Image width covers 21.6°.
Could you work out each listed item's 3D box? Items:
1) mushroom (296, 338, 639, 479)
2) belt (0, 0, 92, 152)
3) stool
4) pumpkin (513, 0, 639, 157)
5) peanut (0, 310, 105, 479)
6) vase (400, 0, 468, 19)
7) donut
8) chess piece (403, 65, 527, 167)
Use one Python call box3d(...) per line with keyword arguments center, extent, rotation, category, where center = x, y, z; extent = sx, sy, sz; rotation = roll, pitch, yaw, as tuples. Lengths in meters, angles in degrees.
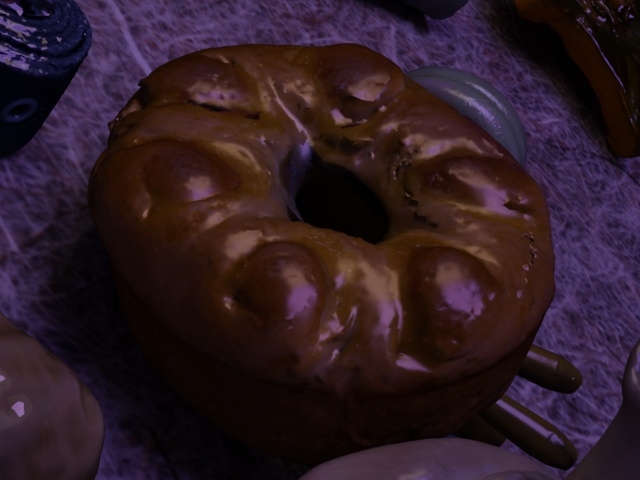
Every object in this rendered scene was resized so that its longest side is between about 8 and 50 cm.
box3d(center=(0.119, 0.214, 0.910), extent=(0.314, 0.336, 0.314), rotation=(26, 31, -17), category="mushroom")
box3d(center=(-0.254, -0.156, 1.085), extent=(0.218, 0.128, 0.122), rotation=(30, 37, -19), category="belt")
box3d(center=(0.115, 0.120, 1.201), extent=(0.110, 0.134, 0.135), rotation=(38, 79, -17), category="stool")
box3d(center=(0.278, -0.246, 1.777), extent=(0.290, 0.095, 0.258), rotation=(48, 30, -2), category="pumpkin")
box3d(center=(-0.248, 0.088, 0.817), extent=(0.313, 0.152, 0.152), rotation=(3, 52, -42), category="peanut")
box3d(center=(0.040, -0.277, 1.564), extent=(0.219, 0.096, 0.096), rotation=(10, 47, -37), category="vase")
box3d(center=(0.000, 0.000, 1.090), extent=(0.299, 0.150, 0.317), rotation=(6, 40, -1), category="donut")
box3d(center=(0.052, -0.014, 1.289), extent=(0.139, 0.139, 0.272), rotation=(42, 46, -4), category="chess piece")
